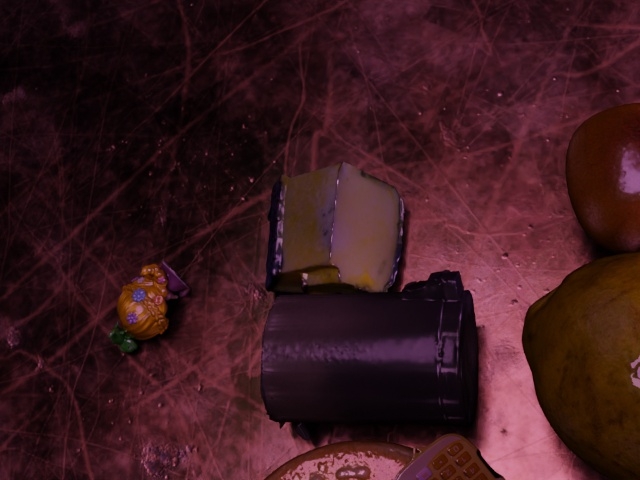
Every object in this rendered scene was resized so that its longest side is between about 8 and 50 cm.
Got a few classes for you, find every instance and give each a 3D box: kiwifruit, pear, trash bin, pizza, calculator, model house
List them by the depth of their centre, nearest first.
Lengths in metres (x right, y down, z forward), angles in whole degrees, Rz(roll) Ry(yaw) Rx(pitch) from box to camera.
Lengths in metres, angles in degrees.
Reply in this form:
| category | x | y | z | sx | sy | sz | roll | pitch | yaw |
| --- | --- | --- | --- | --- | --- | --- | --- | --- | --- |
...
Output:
| category | x | y | z | sx | sy | sz | roll | pitch | yaw |
| --- | --- | --- | --- | --- | --- | --- | --- | --- | --- |
| pear | 0.472 | 0.184 | 1.756 | 0.413 | 0.352 | 0.352 | 28 | 78 | 42 |
| calculator | 0.205 | 0.390 | 1.855 | 0.157 | 0.033 | 0.236 | -36 | 93 | -14 |
| pizza | 0.062 | 0.411 | 1.908 | 0.289 | 0.081 | 0.229 | -7 | 73 | 4 |
| trash bin | 0.075 | 0.173 | 1.929 | 0.301 | 0.203 | 0.252 | -2 | 106 | 14 |
| kiwifruit | 0.471 | -0.087 | 1.933 | 0.196 | 0.196 | 0.234 | -17 | 65 | 8 |
| model house | 0.000 | 0.000 | 2.066 | 0.211 | 0.170 | 0.194 | -10 | 70 | 40 |

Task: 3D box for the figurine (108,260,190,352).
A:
| category | x | y | z | sx | sy | sz | roll | pitch | yaw |
| --- | --- | --- | --- | --- | --- | --- | --- | --- | --- |
| figurine | -0.292 | 0.104 | 2.093 | 0.156 | 0.115 | 0.095 | -46 | 56 | -3 |
